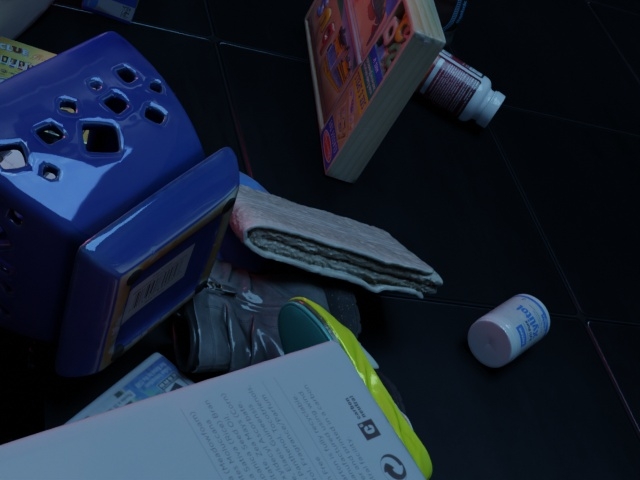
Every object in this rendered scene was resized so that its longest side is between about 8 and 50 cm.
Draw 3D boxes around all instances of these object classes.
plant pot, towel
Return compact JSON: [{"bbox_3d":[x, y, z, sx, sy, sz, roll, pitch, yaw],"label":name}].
[{"bbox_3d":[-0.223,-0.023,1.012,0.212,0.236,0.236,40,49,12],"label":"plant pot"},{"bbox_3d":[0.000,0.000,1.285,0.282,0.049,0.187,17,11,-27],"label":"towel"}]

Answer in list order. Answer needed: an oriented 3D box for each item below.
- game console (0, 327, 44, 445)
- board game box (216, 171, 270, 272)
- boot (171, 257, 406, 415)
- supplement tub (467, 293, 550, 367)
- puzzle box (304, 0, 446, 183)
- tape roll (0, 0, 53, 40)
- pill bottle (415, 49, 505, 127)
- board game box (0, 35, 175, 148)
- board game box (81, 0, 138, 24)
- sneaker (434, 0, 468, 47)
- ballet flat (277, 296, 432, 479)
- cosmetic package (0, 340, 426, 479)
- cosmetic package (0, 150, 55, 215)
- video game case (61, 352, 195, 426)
[{"bbox_3d":[-0.432,0.122,0.940,0.361,0.044,0.213,9,34,-22],"label":"game console"},{"bbox_3d":[-0.116,-0.020,1.328,0.133,0.033,0.169,42,38,-3],"label":"board game box"},{"bbox_3d":[-0.050,0.147,1.129,0.222,0.118,0.338,12,30,-27],"label":"boot"},{"bbox_3d":[0.252,0.119,1.390,0.071,0.071,0.107,45,40,17],"label":"supplement tub"},{"bbox_3d":[0.066,-0.317,1.578,0.052,0.272,0.409,15,40,-21],"label":"puzzle box"},{"bbox_3d":[-0.373,-0.406,1.291,0.072,0.392,0.392,32,38,0],"label":"tape roll"},{"bbox_3d":[0.232,-0.257,1.768,0.152,0.086,0.086,33,39,2],"label":"pill bottle"},{"bbox_3d":[-0.313,-0.165,1.346,0.243,0.042,0.165,17,41,-18],"label":"board game box"},{"bbox_3d":[-0.278,-0.529,1.607,0.078,0.233,0.347,17,41,-17],"label":"board game box"},{"bbox_3d":[0.138,-0.506,1.931,0.341,0.139,0.125,42,41,15],"label":"sneaker"},{"bbox_3d":[0.037,0.153,1.035,0.077,0.077,0.231,-2,50,-45],"label":"ballet flat"},{"bbox_3d":[-0.152,0.239,0.767,0.453,0.230,0.161,-11,62,-49],"label":"cosmetic package"},{"bbox_3d":[-0.389,-0.082,1.192,0.239,0.060,0.099,32,38,1],"label":"cosmetic package"},{"bbox_3d":[-0.149,0.285,0.976,0.300,0.036,0.329,39,39,10],"label":"video game case"}]
